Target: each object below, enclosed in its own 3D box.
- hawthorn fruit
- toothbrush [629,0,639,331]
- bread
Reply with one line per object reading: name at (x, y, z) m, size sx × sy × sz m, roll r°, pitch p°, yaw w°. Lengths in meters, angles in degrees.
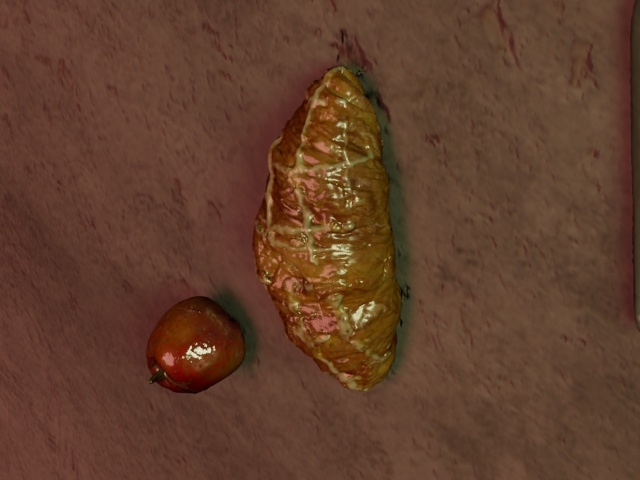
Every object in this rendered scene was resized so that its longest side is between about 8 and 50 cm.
hawthorn fruit at (-0.096, 0.083, 1.320) m, size 0.077 × 0.077 × 0.077 m, roll 32°, pitch 132°, yaw 44°
toothbrush at (0.168, -0.083, 0.885) m, size 0.030 × 0.030 × 0.297 m, roll -118°, pitch 20°, yaw -65°
bread at (0.000, 0.000, 1.135) m, size 0.105 × 0.076 × 0.233 m, roll 23°, pitch 123°, yaw 47°
